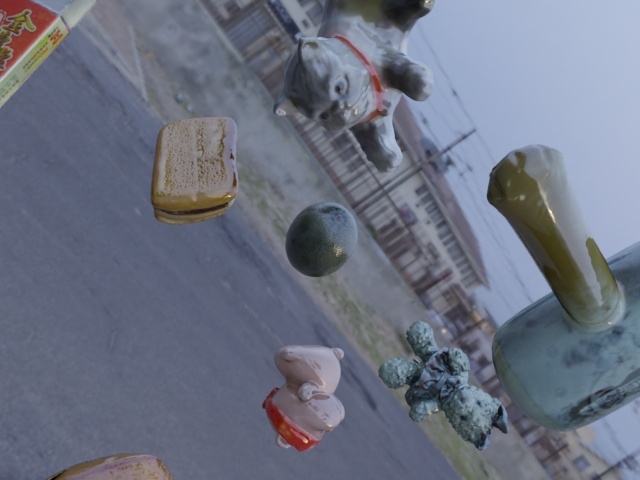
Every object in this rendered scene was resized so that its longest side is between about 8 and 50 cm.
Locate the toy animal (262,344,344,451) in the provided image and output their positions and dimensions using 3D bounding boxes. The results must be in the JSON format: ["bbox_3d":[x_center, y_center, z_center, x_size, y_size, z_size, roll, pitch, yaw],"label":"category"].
[{"bbox_3d":[-0.029,0.295,1.543,0.171,0.171,0.198,19,77,-83],"label":"toy animal"}]

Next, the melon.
[{"bbox_3d":[0.000,0.000,1.153,0.098,0.098,0.131,55,-35,7],"label":"melon"}]

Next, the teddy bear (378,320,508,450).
[{"bbox_3d":[0.194,0.237,1.293,0.213,0.133,0.111,42,-5,9],"label":"teddy bear"}]

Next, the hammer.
[{"bbox_3d":[0.190,0.028,0.608,0.305,0.202,0.113,43,16,-44],"label":"hammer"}]

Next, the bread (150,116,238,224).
[{"bbox_3d":[-0.169,-0.094,1.119,0.200,0.116,0.077,-98,-174,-50],"label":"bread"}]

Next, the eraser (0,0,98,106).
[{"bbox_3d":[-0.408,-0.255,1.019,0.157,0.230,0.038,29,-18,22],"label":"eraser"}]

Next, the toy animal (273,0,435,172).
[{"bbox_3d":[0.050,-0.296,1.127,0.188,0.308,0.266,9,42,-18],"label":"toy animal"}]

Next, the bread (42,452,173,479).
[{"bbox_3d":[-0.340,0.413,1.207,0.142,0.269,0.195,56,-22,32],"label":"bread"}]
